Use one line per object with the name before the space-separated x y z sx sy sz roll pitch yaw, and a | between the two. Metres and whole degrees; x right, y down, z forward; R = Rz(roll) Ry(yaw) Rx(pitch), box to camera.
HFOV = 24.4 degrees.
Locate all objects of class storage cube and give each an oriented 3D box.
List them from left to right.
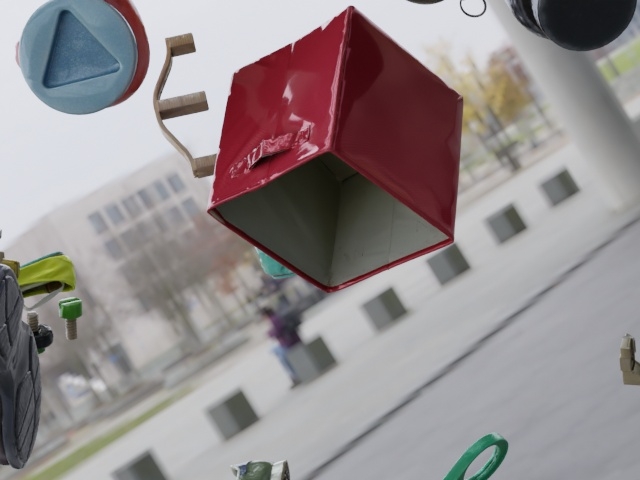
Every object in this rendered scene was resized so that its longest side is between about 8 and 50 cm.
storage cube | 0.020 -0.090 1.543 0.184 0.215 0.193 -24 45 38

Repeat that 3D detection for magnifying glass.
magnifying glass | 0.181 0.361 2.131 0.231 0.026 0.092 -40 -33 -15

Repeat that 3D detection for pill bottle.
pill bottle | 0.229 -0.267 1.434 0.123 0.123 0.219 -32 29 10

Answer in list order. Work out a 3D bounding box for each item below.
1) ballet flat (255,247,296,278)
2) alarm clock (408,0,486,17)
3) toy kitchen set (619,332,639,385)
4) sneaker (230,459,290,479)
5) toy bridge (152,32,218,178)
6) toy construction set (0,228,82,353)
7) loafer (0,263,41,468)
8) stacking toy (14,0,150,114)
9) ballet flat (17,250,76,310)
ballet flat | 0.000 0.000 1.882 0.247 0.087 0.083 -6 33 47
alarm clock | 0.156 -0.377 2.039 0.129 0.192 0.064 -41 13 40
toy kitchen set | 0.559 0.197 2.553 0.075 0.083 0.068 2 38 21
sneaker | -0.098 0.371 1.932 0.086 0.064 0.192 4 52 12
toy bridge | -0.162 -0.158 1.724 0.063 0.188 0.026 -13 -24 -3
toy construction set | -0.544 0.039 2.149 0.309 0.237 0.257 12 22 28
loafer | -0.330 0.117 1.420 0.302 0.095 0.109 95 -176 -53
stacking toy | -0.265 -0.307 1.606 0.309 0.279 0.130 -54 0 12
ballet flat | -0.499 0.084 2.366 0.231 0.077 0.077 -18 -18 -21
